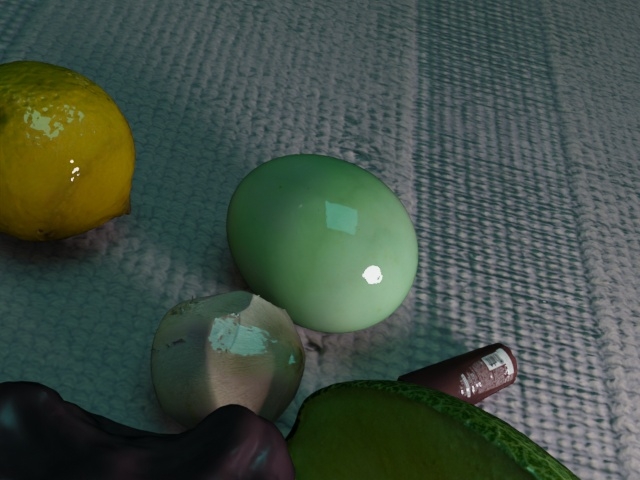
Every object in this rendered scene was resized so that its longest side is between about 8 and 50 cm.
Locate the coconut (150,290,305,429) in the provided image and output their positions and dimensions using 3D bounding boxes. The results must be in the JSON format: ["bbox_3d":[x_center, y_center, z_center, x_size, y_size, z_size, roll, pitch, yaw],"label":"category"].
[{"bbox_3d":[-0.099,0.135,1.042,0.171,0.183,0.171,21,63,-49],"label":"coconut"}]

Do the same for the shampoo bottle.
[{"bbox_3d":[0.150,0.197,1.162,0.236,0.067,0.068,-17,43,-32],"label":"shampoo bottle"}]

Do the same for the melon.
[{"bbox_3d":[0.125,0.270,0.923,0.226,0.331,0.343,-39,67,-9],"label":"melon"}]

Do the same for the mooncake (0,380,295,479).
[{"bbox_3d":[-0.195,0.292,0.819,0.381,0.212,0.351,0,50,-3],"label":"mooncake"}]

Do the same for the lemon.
[{"bbox_3d":[-0.369,-0.117,1.186,0.253,0.228,0.228,27,43,15],"label":"lemon"}]

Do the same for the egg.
[{"bbox_3d":[0.000,0.000,1.194,0.269,0.220,0.220,39,46,21],"label":"egg"}]
